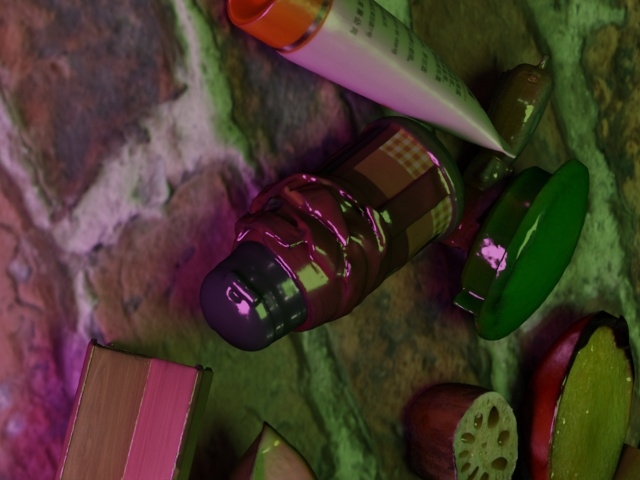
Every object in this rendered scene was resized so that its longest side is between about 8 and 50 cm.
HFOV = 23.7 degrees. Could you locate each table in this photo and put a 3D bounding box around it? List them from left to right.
[{"bbox_3d":[-0.167,0.205,1.288,0.167,0.167,0.226,18,82,-40],"label":"table"}]

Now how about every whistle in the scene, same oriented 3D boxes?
[{"bbox_3d":[0.181,-0.093,1.570,0.220,0.057,0.107,-66,172,5],"label":"whistle"}]

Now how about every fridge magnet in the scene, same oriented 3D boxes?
[{"bbox_3d":[0.211,0.007,1.569,0.208,0.088,0.208,-52,162,-25],"label":"fridge magnet"}]

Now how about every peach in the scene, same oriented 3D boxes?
[{"bbox_3d":[0.282,0.214,1.720,0.189,0.068,0.279,20,84,-48],"label":"peach"}]

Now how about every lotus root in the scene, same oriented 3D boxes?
[{"bbox_3d":[0.151,0.209,1.600,0.112,0.081,0.122,-21,111,-37],"label":"lotus root"}]

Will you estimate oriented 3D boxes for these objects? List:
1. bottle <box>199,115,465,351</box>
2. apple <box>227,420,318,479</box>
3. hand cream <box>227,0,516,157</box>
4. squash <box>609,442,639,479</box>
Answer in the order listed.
[{"bbox_3d":[0.000,0.000,1.399,0.271,0.143,0.156,-37,164,-32],"label":"bottle"},{"bbox_3d":[-0.054,0.325,1.370,0.193,0.120,0.265,106,0,-48],"label":"apple"},{"bbox_3d":[0.057,-0.177,1.433,0.314,0.139,0.089,25,112,-33],"label":"hand cream"},{"bbox_3d":[0.329,0.339,1.783,0.200,0.090,0.075,-51,159,-5],"label":"squash"}]
